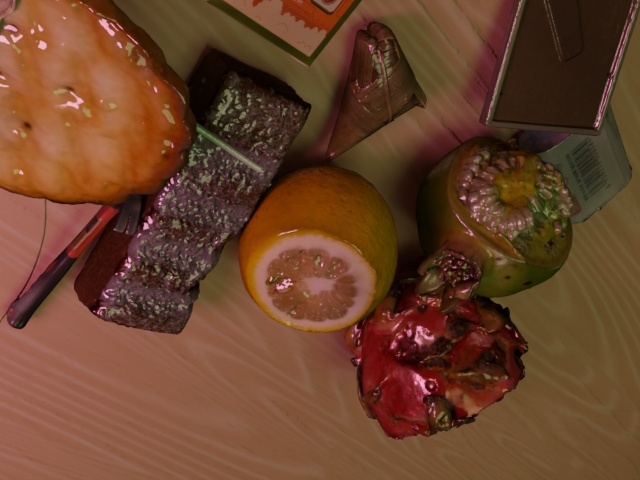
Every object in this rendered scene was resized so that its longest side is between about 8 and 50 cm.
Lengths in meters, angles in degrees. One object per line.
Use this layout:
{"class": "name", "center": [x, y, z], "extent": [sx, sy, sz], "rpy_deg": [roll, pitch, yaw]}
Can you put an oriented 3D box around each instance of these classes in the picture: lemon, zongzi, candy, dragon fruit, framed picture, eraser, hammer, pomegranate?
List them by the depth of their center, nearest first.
{"class": "candy", "center": [-0.192, -0.164, 1.337], "extent": [0.288, 0.078, 0.084], "rpy_deg": [35, 107, -19]}
{"class": "hammer", "center": [-0.342, 0.017, 1.469], "extent": [0.287, 0.111, 0.033], "rpy_deg": [-45, 139, 21]}
{"class": "zongzi", "center": [0.051, -0.214, 1.538], "extent": [0.176, 0.078, 0.160], "rpy_deg": [-33, 133, 0]}
{"class": "lemon", "center": [0.000, 0.000, 1.587], "extent": [0.240, 0.219, 0.240], "rpy_deg": [4, 128, 5]}
{"class": "framed picture", "center": [0.386, -0.320, 1.650], "extent": [0.241, 0.020, 0.324], "rpy_deg": [0, 114, -27]}
{"class": "pomegranate", "center": [0.258, -0.017, 1.698], "extent": [0.341, 0.260, 0.260], "rpy_deg": [-42, 146, -36]}
{"class": "dragon fruit", "center": [0.167, 0.169, 1.840], "extent": [0.296, 0.314, 0.263], "rpy_deg": [-31, 95, -27]}
{"class": "eraser", "center": [0.449, -0.145, 1.864], "extent": [0.174, 0.081, 0.227], "rpy_deg": [-40, 137, -3]}

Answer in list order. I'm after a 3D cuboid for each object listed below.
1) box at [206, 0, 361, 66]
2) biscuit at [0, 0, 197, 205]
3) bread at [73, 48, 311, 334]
{"class": "box", "center": [-0.068, -0.339, 1.253], "extent": [0.177, 0.195, 0.148], "rpy_deg": [25, 110, -44]}
{"class": "biscuit", "center": [-0.319, -0.168, 1.259], "extent": [0.335, 0.078, 0.329], "rpy_deg": [-21, 121, 27]}
{"class": "bread", "center": [-0.179, -0.056, 1.490], "extent": [0.165, 0.113, 0.416], "rpy_deg": [13, 117, -43]}
